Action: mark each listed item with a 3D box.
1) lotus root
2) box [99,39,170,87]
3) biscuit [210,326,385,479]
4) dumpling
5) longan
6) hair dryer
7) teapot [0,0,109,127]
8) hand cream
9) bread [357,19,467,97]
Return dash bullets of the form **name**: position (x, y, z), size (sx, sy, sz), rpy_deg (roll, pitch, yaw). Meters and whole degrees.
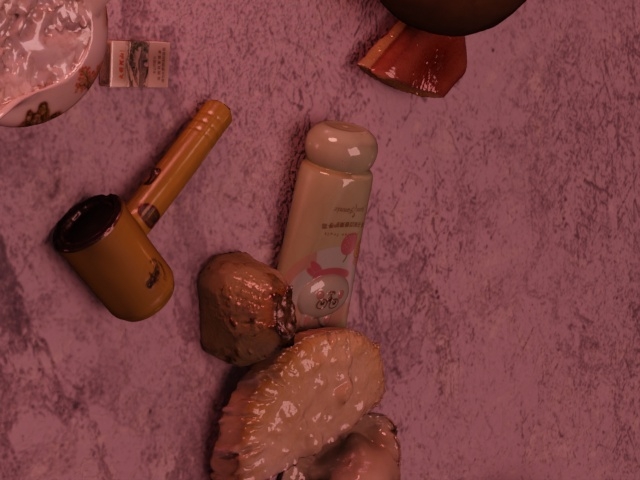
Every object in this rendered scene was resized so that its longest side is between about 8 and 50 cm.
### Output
- **lotus root**: position (-0.092, 0.088, 1.946), size (0.070, 0.144, 0.143), rpy_deg (-7, 96, -35)
- **box**: position (-0.212, -0.202, 1.838), size (0.083, 0.024, 0.054), rpy_deg (-5, 104, -42)
- **biscuit**: position (-0.029, 0.202, 2.045), size (0.281, 0.084, 0.179), rpy_deg (-34, 131, -30)
- **dumpling**: position (0.023, 0.345, 2.132), size (0.172, 0.142, 0.247), rpy_deg (12, 86, -11)
- **longan**: position (0.166, -0.384, 2.001), size (0.258, 0.258, 0.258), rpy_deg (-12, 108, -41)
- **hair dryer**: position (-0.183, -0.047, 1.870), size (0.279, 0.090, 0.135), rpy_deg (-56, 130, -26)
- **teapot**: position (-0.301, -0.227, 1.672), size (0.298, 0.139, 0.204), rpy_deg (-53, 127, -20)
- **hand cream**: position (0.000, 0.000, 2.052), size (0.147, 0.093, 0.306), rpy_deg (-3, 113, -41)
- **bread**: position (0.132, -0.246, 2.118), size (0.192, 0.067, 0.119), rpy_deg (-46, 119, -27)
